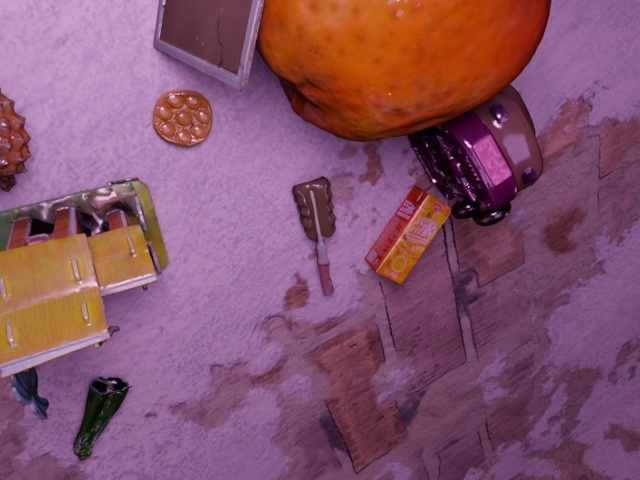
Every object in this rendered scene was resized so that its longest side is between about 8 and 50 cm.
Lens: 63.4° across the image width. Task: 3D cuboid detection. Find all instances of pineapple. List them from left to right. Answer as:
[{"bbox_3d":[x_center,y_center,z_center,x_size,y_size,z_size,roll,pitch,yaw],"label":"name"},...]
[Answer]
[{"bbox_3d":[-0.520,-0.147,0.775,0.166,0.166,0.193,-26,136,-11],"label":"pineapple"}]

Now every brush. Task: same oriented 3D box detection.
[{"bbox_3d":[0.000,0.000,1.167,0.084,0.071,0.301,-14,123,-6],"label":"brush"}]

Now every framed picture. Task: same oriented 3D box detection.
[{"bbox_3d":[-0.161,-0.366,0.751,0.018,0.293,0.231,-4,119,-42],"label":"framed picture"}]

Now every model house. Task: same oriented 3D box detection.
[{"bbox_3d":[-0.391,0.127,0.880,0.300,0.324,0.341,-16,122,-17],"label":"model house"}]

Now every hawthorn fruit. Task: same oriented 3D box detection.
[{"bbox_3d":[0.101,-0.379,0.807,0.471,0.472,0.473,-12,121,-20],"label":"hawthorn fruit"}]

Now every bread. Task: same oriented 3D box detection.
[{"bbox_3d":[-0.250,-0.222,0.944,0.109,0.024,0.110,-12,120,-21],"label":"bread"}]

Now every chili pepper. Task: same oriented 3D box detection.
[{"bbox_3d":[-0.495,0.404,1.148,0.088,0.059,0.227,12,112,-36],"label":"chili pepper"}]

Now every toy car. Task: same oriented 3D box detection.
[{"bbox_3d":[0.335,-0.202,1.056,0.240,0.341,0.271,-33,104,1],"label":"toy car"}]

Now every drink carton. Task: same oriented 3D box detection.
[{"bbox_3d":[0.211,-0.014,1.258,0.096,0.071,0.223,27,102,-33],"label":"drink carton"}]
